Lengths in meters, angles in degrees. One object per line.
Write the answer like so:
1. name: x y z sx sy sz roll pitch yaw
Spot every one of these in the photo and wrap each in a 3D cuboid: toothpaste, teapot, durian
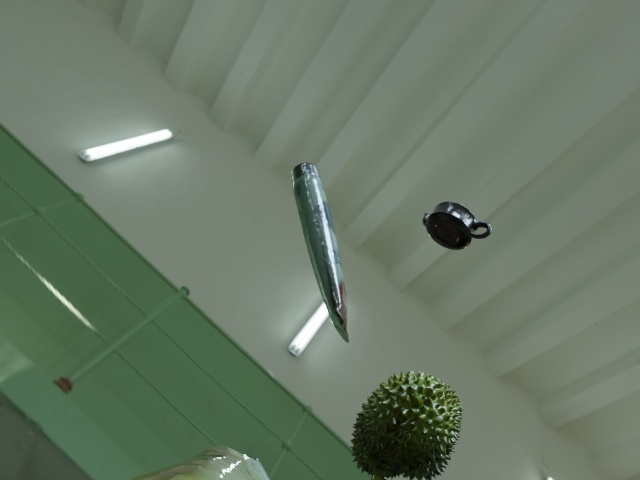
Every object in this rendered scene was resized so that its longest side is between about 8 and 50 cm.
1. toothpaste: 0.000 0.000 0.491 0.039 0.239 0.062 -14 -39 1
2. teapot: 0.186 -0.023 0.593 0.100 0.045 0.068 13 -39 36
3. durian: 0.130 0.291 0.683 0.146 0.159 0.198 45 -69 3

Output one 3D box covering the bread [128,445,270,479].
1. bread: -0.082 0.312 0.269 0.300 0.210 0.341 48 -14 13
